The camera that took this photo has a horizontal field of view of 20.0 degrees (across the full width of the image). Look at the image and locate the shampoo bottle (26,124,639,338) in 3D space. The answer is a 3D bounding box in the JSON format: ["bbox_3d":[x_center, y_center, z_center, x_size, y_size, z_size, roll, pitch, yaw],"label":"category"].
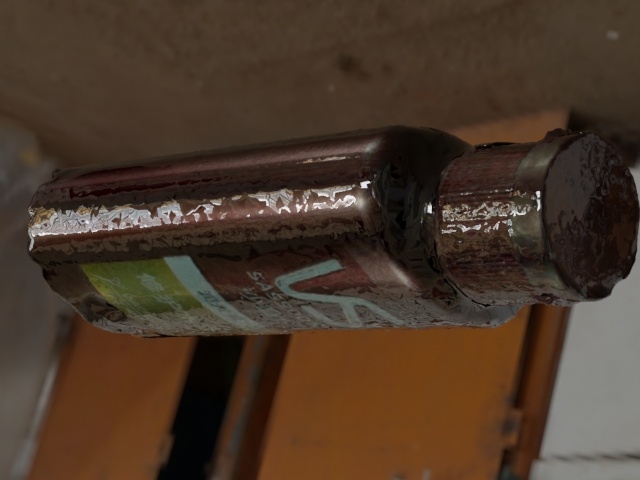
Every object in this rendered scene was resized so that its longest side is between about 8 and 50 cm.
[{"bbox_3d":[0.000,0.000,0.876,0.323,0.084,0.129,-3,146,43],"label":"shampoo bottle"}]
